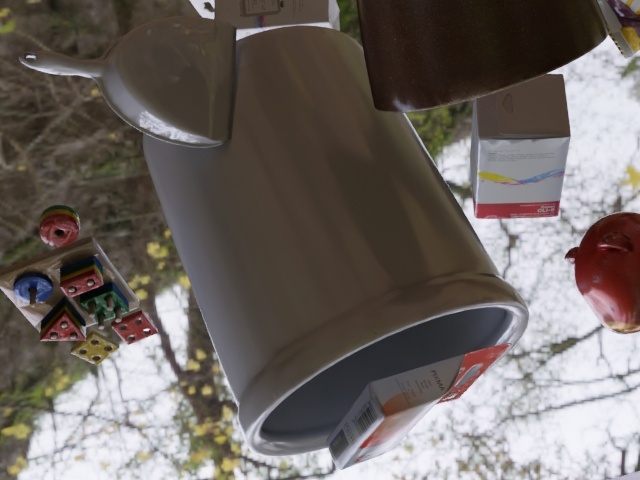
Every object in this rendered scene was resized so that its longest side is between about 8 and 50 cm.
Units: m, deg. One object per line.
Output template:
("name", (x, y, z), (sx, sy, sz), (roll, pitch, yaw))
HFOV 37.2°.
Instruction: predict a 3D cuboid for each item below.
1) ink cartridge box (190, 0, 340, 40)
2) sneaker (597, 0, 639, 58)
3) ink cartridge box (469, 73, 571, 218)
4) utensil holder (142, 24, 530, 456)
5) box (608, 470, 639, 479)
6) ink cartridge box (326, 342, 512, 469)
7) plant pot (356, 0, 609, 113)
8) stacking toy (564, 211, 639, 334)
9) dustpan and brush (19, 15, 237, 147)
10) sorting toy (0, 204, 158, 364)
("ink cartridge box", (-0.078, -0.304, 1.322), (0.198, 0.067, 0.115), (-2, 171, 9))
("sneaker", (0.332, -0.289, 1.047), (0.084, 0.185, 0.069), (-32, -139, 16))
("ink cartridge box", (0.282, -0.134, 1.364), (0.127, 0.176, 0.128), (-1, -127, 7))
("utensil holder", (0.000, 0.000, 1.085), (0.328, 0.327, 0.385), (-15, -118, -23))
("box", (0.537, 0.478, 1.415), (0.117, 0.242, 0.213), (-11, 174, -16))
("ink cartridge box", (0.109, 0.176, 1.002), (0.179, 0.145, 0.045), (-10, -120, -26))
("plant pot", (0.111, -0.256, 0.820), (0.215, 0.230, 0.215), (-19, -162, 6))
("stacking toy", (0.285, 0.062, 0.685), (0.130, 0.279, 0.309), (16, 156, -7))
("dustpan and brush", (-0.198, -0.175, 0.979), (0.211, 0.147, 0.060), (10, 160, -25))
("sorting toy", (-0.308, 0.079, 1.181), (0.132, 0.274, 0.046), (-20, -135, 4))
